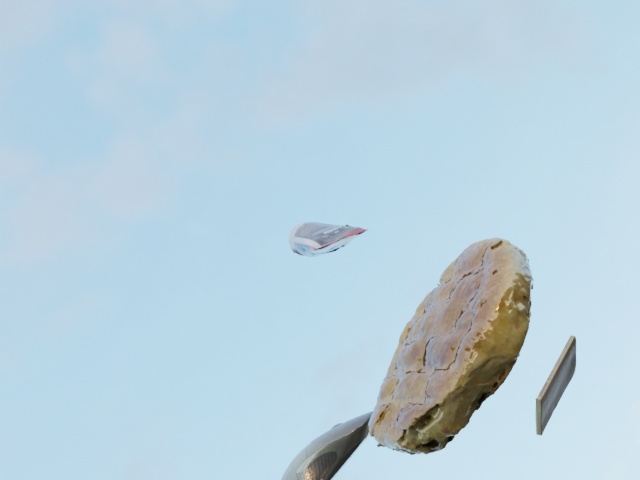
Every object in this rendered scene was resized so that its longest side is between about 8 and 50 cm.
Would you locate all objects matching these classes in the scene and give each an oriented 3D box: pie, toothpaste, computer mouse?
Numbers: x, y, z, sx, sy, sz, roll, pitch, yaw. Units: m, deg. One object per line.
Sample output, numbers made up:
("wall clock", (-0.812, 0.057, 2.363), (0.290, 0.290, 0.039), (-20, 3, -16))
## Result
("pie", (0.183, 0.145, 1.621), (0.083, 0.339, 0.339), (32, -72, -10))
("toothpaste", (0.000, 0.000, 1.459), (0.071, 0.045, 0.193), (-21, 6, -15))
("computer mouse", (0.024, 0.425, 2.370), (0.379, 0.090, 0.167), (-47, -8, -12))

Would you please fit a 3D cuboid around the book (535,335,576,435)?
("book", (0.529, 0.324, 2.615), (0.198, 0.016, 0.138), (-52, -32, -33))
